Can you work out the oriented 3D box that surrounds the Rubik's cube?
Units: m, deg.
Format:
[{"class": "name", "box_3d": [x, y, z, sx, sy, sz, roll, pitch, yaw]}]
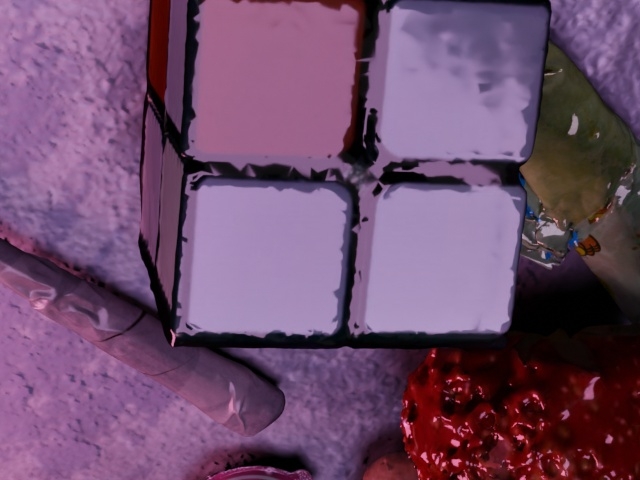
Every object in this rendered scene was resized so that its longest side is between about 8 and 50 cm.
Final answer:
[{"class": "Rubik's cube", "box_3d": [0.002, -0.056, 0.744, 0.167, 0.183, 0.180, 1, 109, -13]}]

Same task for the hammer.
[{"class": "hammer", "box_3d": [-0.176, 0.011, 0.880, 0.427, 0.044, 0.152, 33, 117, -30]}]

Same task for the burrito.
[{"class": "burrito", "box_3d": [0.155, -0.022, 0.908, 0.104, 0.054, 0.288, -30, 128, 16]}]

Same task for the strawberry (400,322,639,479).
[{"class": "strawberry", "box_3d": [0.143, 0.144, 0.940, 0.187, 0.201, 0.184, 10, 164, -25]}]

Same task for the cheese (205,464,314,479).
[{"class": "cheese", "box_3d": [-0.068, 0.196, 1.046, 0.145, 0.038, 0.095, -25, 127, 9]}]

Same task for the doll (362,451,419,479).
[{"class": "doll", "box_3d": [0.097, 0.286, 1.079, 0.201, 0.156, 0.303, -10, 125, -2]}]
